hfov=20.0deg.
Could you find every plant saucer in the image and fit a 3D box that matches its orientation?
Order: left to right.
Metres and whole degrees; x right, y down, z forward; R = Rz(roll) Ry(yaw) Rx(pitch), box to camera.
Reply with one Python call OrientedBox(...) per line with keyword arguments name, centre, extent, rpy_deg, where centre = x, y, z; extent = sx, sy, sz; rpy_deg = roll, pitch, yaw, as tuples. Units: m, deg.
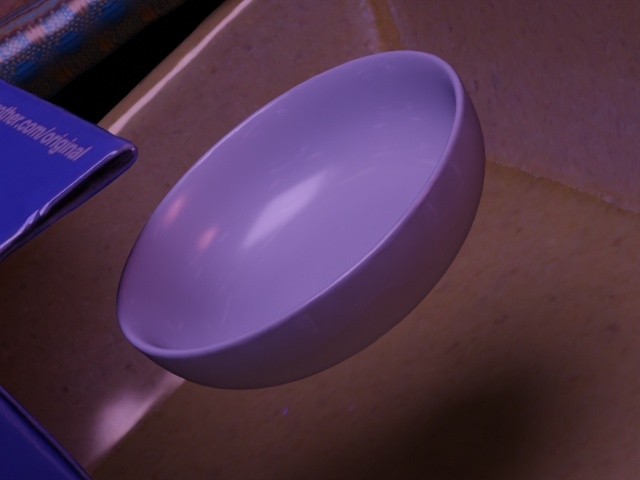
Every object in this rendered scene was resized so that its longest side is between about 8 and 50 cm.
OrientedBox(name="plant saucer", centre=(-0.010, 0.067, 0.392), extent=(0.333, 0.081, 0.333), rpy_deg=(-46, 28, -11))

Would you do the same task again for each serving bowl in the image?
OrientedBox(name="serving bowl", centre=(0.000, 0.000, 0.363), extent=(0.083, 0.027, 0.083), rpy_deg=(-30, 28, 18))

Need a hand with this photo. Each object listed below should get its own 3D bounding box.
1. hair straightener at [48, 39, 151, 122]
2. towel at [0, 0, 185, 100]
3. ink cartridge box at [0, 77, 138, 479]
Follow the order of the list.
OrientedBox(name="hair straightener", centre=(-0.152, -0.053, 0.686), extent=(0.230, 0.047, 0.089), rpy_deg=(-6, 39, 38))
OrientedBox(name="towel", centre=(-0.079, -0.132, 0.638), extent=(0.370, 0.040, 0.271), rpy_deg=(-35, 28, -3))
OrientedBox(name="ink cartridge box", centre=(-0.167, 0.086, 0.403), extent=(0.311, 0.065, 0.186), rpy_deg=(-48, 27, -10))
